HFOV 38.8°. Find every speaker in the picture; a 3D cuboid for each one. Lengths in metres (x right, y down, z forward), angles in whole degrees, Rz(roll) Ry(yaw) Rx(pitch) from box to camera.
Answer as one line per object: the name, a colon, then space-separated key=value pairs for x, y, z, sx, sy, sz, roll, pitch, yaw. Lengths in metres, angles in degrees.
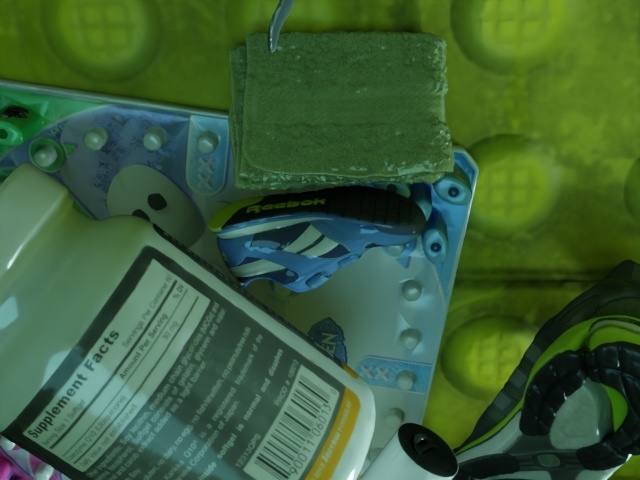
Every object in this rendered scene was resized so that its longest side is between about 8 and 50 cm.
speaker: x=0.047 y=0.204 z=0.697 sx=0.055 sy=0.055 sz=0.136 roll=28 pitch=113 yaw=-11

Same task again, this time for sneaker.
sneaker: x=0.000 y=0.000 z=0.606 sx=0.144 sy=0.053 sz=0.059 roll=-4 pitch=114 yaw=15
sneaker: x=0.182 y=0.134 z=0.693 sx=0.111 sy=0.121 sz=0.300 roll=32 pitch=138 yaw=4

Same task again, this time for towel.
towel: x=0.012 y=-0.087 z=0.602 sx=0.148 sy=0.027 sz=0.110 roll=-2 pitch=79 yaw=3

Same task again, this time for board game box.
board game box: x=-0.104 y=0.090 z=0.710 sx=0.390 sy=0.050 sz=0.390 roll=8 pitch=116 yaw=-1

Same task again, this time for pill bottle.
pill bottle: x=-0.114 y=0.084 z=0.591 sx=0.278 sy=0.162 sz=0.162 roll=37 pitch=115 yaw=-13

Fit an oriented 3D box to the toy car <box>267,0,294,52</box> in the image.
toy car: x=-0.039 y=-0.186 z=0.466 sx=0.149 sy=0.188 sz=0.155 roll=-11 pitch=138 yaw=10
